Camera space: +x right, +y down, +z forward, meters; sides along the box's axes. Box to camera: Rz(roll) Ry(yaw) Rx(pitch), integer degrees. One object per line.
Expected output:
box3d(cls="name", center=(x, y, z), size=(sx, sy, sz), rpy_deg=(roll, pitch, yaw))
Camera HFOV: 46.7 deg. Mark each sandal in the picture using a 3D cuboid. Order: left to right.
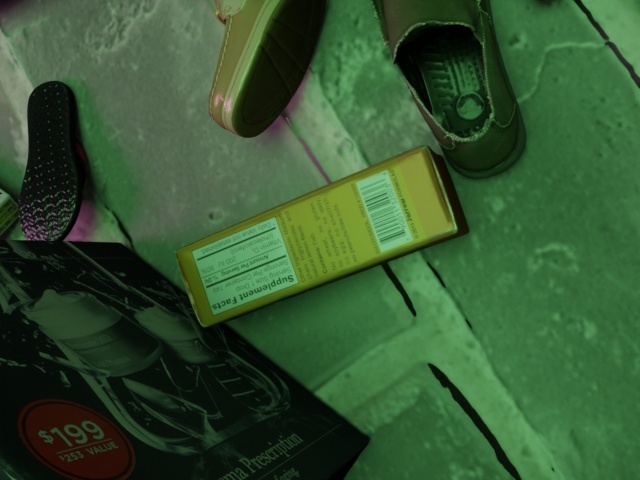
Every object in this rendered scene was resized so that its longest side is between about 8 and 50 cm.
box3d(cls="sandal", center=(-0.261, -0.074, 0.740), size=(0.067, 0.040, 0.179), rpy_deg=(-10, 70, 12))

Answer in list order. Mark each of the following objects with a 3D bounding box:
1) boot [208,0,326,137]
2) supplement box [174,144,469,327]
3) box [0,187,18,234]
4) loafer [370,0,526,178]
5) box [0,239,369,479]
box3d(cls="boot", center=(-0.100, -0.231, 0.655), size=(0.203, 0.095, 0.262), rpy_deg=(16, 87, 17))
box3d(cls="supplement box", center=(0.000, 0.000, 0.624), size=(0.233, 0.078, 0.080), rpy_deg=(-20, 84, 17))
box3d(cls="box", center=(-0.423, -0.049, 0.765), size=(0.207, 0.036, 0.114), rpy_deg=(32, 70, 17))
box3d(cls="loafer", center=(0.096, -0.174, 0.594), size=(0.094, 0.087, 0.251), rpy_deg=(-26, 80, 16))
box3d(cls="box", center=(-0.176, 0.153, 0.535), size=(0.312, 0.343, 0.179), rpy_deg=(34, 100, 16))
